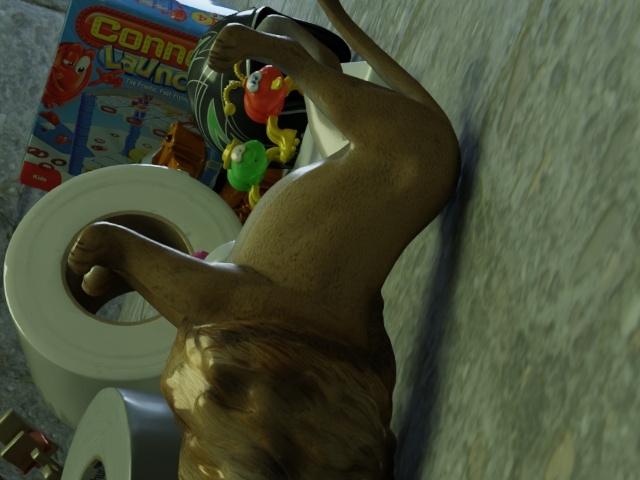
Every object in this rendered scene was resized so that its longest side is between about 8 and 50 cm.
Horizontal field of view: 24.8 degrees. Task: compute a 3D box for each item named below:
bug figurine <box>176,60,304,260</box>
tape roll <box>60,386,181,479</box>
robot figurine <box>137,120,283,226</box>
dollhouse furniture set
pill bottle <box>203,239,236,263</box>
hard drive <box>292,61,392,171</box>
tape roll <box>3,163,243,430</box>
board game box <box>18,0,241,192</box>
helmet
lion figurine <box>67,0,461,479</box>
[{"bbox_3d":[-0.083,-0.028,1.311,0.216,0.072,0.279,108,-178,-75],"label":"bug figurine"},{"bbox_3d":[-0.140,0.220,1.063,0.219,0.072,0.219,-168,90,-69],"label":"tape roll"},{"bbox_3d":[-0.171,-0.022,1.781,0.291,0.211,0.085,-50,26,47],"label":"robot figurine"},{"bbox_3d":[-0.291,0.300,1.727,0.259,0.135,0.262,-46,36,-2],"label":"dollhouse furniture set"},{"bbox_3d":[-0.043,0.075,1.108,0.184,0.103,0.103,-117,44,-58],"label":"pill bottle"},{"bbox_3d":[-0.013,0.016,1.299,0.233,0.047,0.353,-145,72,-79],"label":"hard drive"},{"bbox_3d":[-0.189,0.067,1.483,0.169,0.246,0.246,92,-171,-60],"label":"tape roll"},{"bbox_3d":[-0.200,-0.167,1.860,0.086,0.308,0.302,-87,18,-52],"label":"board game box"},{"bbox_3d":[-0.060,-0.157,1.509,0.169,0.161,0.169,-162,90,-80],"label":"helmet"},{"bbox_3d":[0.000,0.000,0.929,0.392,0.240,0.142,-60,-4,-18],"label":"lion figurine"}]
